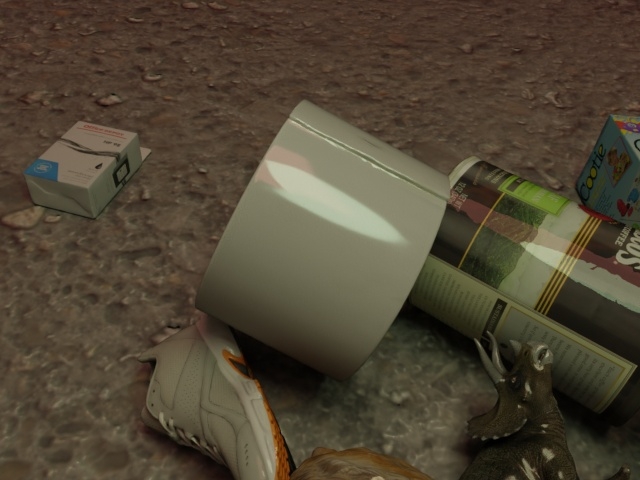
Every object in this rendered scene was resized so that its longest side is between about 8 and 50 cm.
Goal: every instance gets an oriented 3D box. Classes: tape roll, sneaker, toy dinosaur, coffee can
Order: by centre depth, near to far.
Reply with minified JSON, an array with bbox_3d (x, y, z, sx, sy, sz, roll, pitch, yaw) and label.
[{"bbox_3d":[0.181,0.255,0.542,0.160,0.121,0.314,15,64,28],"label":"toy dinosaur"},{"bbox_3d":[-0.110,0.179,0.586,0.121,0.099,0.262,-25,34,-13],"label":"sneaker"},{"bbox_3d":[0.000,0.000,0.619,0.169,0.246,0.246,27,46,-2],"label":"tape roll"},{"bbox_3d":[0.255,0.049,0.679,0.275,0.202,0.201,30,49,24],"label":"coffee can"}]

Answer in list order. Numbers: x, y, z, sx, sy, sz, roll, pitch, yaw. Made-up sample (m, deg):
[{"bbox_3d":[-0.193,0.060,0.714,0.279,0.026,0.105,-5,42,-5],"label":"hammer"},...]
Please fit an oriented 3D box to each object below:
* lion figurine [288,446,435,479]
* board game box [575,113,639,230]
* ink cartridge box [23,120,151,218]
[{"bbox_3d":[0.059,0.332,0.358,0.240,0.142,0.392,9,52,6],"label":"lion figurine"},{"bbox_3d":[0.495,-0.041,0.837,0.142,0.144,0.275,3,45,-4],"label":"board game box"},{"bbox_3d":[-0.345,-0.121,0.897,0.104,0.060,0.180,13,44,8],"label":"ink cartridge box"}]
